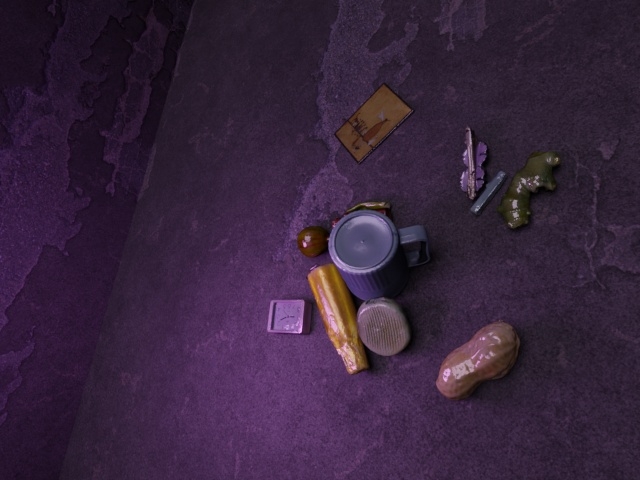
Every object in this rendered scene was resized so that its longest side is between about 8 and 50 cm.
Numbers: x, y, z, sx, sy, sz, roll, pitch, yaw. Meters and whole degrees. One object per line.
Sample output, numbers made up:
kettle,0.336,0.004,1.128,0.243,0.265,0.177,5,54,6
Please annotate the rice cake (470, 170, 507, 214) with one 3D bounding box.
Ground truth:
rice cake,0.611,-0.174,1.470,0.180,0.030,0.042,-54,45,5

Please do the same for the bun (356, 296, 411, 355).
bun,0.235,0.313,1.488,0.220,0.108,0.222,6,104,24

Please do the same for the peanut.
peanut,0.497,0.386,1.284,0.313,0.149,0.149,-42,54,16

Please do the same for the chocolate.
chocolate,0.072,0.306,1.597,0.162,0.162,0.446,-31,59,22

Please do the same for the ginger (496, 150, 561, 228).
ginger,0.707,-0.176,1.369,0.137,0.089,0.290,39,96,30

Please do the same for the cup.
cup,0.209,0.068,1.458,0.330,0.311,0.257,15,72,23

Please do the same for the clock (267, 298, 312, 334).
clock,-0.138,0.337,1.793,0.197,0.063,0.150,-6,71,34

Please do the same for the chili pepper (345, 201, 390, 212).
chili pepper,0.204,-0.142,1.732,0.201,0.051,0.050,-3,71,34

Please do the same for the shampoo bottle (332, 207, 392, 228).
shampoo bottle,0.173,-0.077,1.714,0.259,0.064,0.102,-4,104,34

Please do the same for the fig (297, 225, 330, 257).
fig,-0.013,0.004,1.775,0.186,0.142,0.148,-14,92,44

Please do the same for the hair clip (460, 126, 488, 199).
hair clip,0.573,-0.290,1.512,0.106,0.084,0.293,-6,75,39

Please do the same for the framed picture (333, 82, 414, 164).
framed picture,0.238,-0.546,1.879,0.338,0.014,0.256,-42,54,16
